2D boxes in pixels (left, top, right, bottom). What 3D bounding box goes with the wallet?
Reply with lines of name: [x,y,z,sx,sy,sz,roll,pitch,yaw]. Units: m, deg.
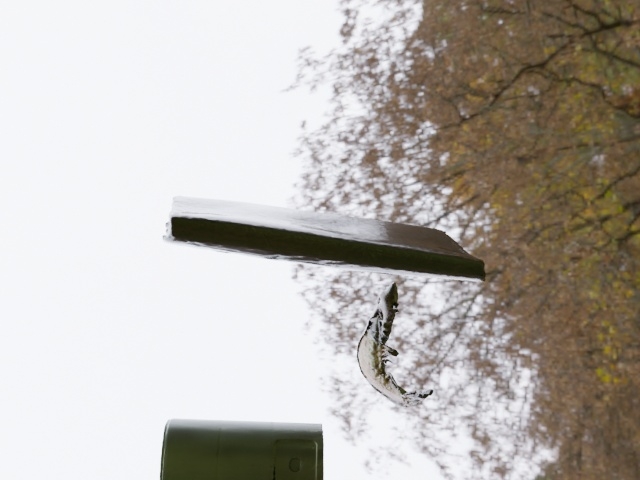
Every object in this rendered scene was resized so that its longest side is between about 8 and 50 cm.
wallet: [0.000,0.000,0.771,0.321,0.170,0.044,8,-80,-11]

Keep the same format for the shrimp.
shrimp: [0.117,0.165,1.085,0.035,0.148,0.195,-14,-46,-34]

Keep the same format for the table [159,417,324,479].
table: [-0.108,0.318,1.035,0.126,0.220,0.126,-178,90,-87]
